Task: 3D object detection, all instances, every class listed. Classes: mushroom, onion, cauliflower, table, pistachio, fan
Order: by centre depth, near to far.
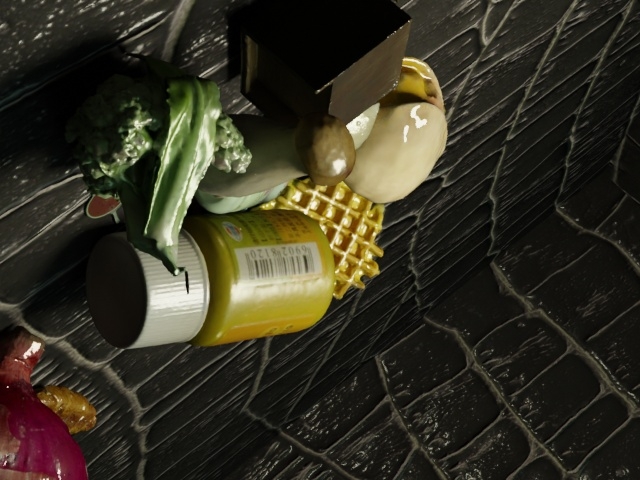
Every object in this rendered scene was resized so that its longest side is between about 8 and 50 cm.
[{"bbox_3d":[-0.217,-0.084,1.409,0.239,0.315,0.256,-4,173,5],"label":"cauliflower"},{"bbox_3d":[-0.102,-0.123,1.570,0.350,0.128,0.128,0,-165,40],"label":"mushroom"},{"bbox_3d":[-0.002,-0.273,1.597,0.193,0.172,0.169,-41,162,-21],"label":"table"},{"bbox_3d":[-0.322,-0.055,1.680,0.085,0.005,0.133,-39,161,-17],"label":"fan"},{"bbox_3d":[-0.518,0.324,1.723,0.348,0.348,0.385,55,47,-72],"label":"onion"},{"bbox_3d":[0.119,-0.192,1.938,0.230,0.230,0.309,-35,160,-26],"label":"pistachio"}]

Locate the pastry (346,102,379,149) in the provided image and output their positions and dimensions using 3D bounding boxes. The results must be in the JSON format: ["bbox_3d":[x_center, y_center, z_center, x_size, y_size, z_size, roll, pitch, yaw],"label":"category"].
[{"bbox_3d":[0.008,-0.213,1.791,0.088,0.166,0.166,-20,151,-55],"label":"pastry"}]

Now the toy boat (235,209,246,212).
[{"bbox_3d":[-0.219,0.013,2.017,0.291,0.067,0.220,-54,162,-6],"label":"toy boat"}]

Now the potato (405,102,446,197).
[{"bbox_3d":[0.149,-0.208,2.160,0.098,0.138,0.243,86,28,-52],"label":"potato"}]

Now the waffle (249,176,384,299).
[{"bbox_3d":[0.000,0.000,2.139,0.309,0.065,0.283,-21,113,-19],"label":"waffle"}]

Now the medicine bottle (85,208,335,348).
[{"bbox_3d":[-0.181,0.066,1.834,0.384,0.224,0.224,-7,141,-42],"label":"medicine bottle"}]

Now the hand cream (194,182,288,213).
[{"bbox_3d":[-0.121,-0.106,1.894,0.147,0.093,0.306,-51,169,19],"label":"hand cream"}]

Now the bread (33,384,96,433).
[{"bbox_3d":[-0.500,0.319,2.040,0.105,0.076,0.233,-55,155,-2],"label":"bread"}]

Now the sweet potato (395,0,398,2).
[{"bbox_3d":[0.157,-0.483,1.635,0.269,0.075,0.075,-59,163,-3],"label":"sweet potato"}]
